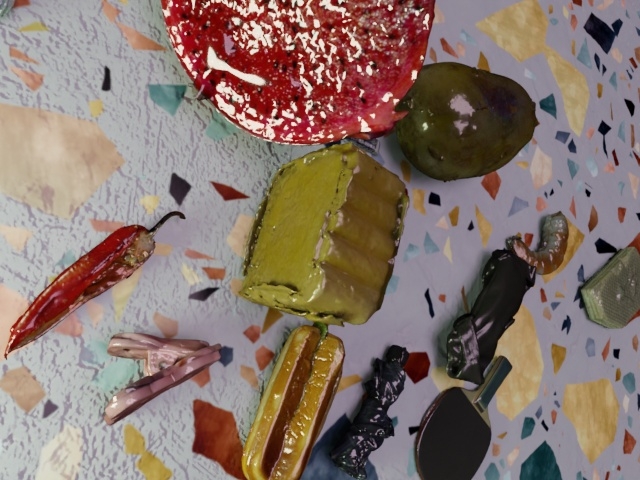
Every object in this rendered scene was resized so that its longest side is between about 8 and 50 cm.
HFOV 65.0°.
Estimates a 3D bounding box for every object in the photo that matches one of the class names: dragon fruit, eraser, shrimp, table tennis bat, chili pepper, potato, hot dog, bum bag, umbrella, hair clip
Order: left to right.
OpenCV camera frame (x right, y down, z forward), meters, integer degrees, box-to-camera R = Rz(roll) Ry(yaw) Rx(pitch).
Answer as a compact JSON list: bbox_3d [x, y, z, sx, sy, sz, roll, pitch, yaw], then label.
[{"bbox_3d":[-0.277,0.039,0.623,0.050,0.059,0.268,37,64,18],"label":"chili pepper"},{"bbox_3d":[-0.196,0.175,0.625,0.138,0.123,0.102,12,59,-27],"label":"hair clip"},{"bbox_3d":[-0.035,0.235,0.744,0.104,0.076,0.250,23,69,-9],"label":"hot dog"},{"bbox_3d":[-0.007,-0.322,0.683,0.386,0.371,0.249,54,28,-10],"label":"dragon fruit"},{"bbox_3d":[0.068,-0.178,0.878,0.099,0.019,0.027,19,76,-29],"label":"eraser"},{"bbox_3d":[0.096,0.276,0.826,0.224,0.071,0.080,-60,143,-28],"label":"umbrella"},{"bbox_3d":[0.269,-0.215,0.920,0.307,0.173,0.210,-6,85,-30],"label":"potato"},{"bbox_3d":[0.283,0.340,0.962,0.301,0.022,0.173,-46,108,-26],"label":"table tennis bat"},{"bbox_3d":[0.329,0.139,0.983,0.326,0.080,0.142,-47,117,-30],"label":"bum bag"},{"bbox_3d":[0.480,-0.007,1.115,0.166,0.049,0.161,19,77,-22],"label":"shrimp"}]

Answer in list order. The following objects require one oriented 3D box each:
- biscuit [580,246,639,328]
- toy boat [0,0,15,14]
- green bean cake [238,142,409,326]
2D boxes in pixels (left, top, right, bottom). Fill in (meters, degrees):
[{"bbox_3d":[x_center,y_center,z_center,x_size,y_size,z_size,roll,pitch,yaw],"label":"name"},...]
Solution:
[{"bbox_3d":[0.748,0.129,1.262,0.252,0.052,0.150,-27,100,-31],"label":"biscuit"},{"bbox_3d":[-0.388,-0.304,0.582,0.066,0.059,0.140,27,68,-56],"label":"toy boat"},{"bbox_3d":[0.000,0.000,0.698,0.131,0.224,0.229,24,75,-32],"label":"green bean cake"}]
